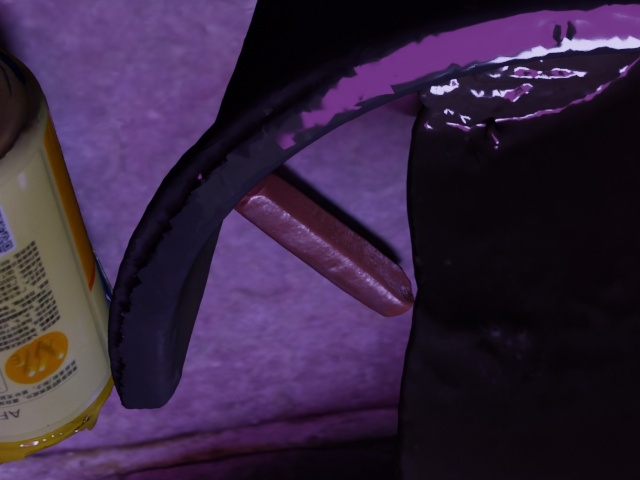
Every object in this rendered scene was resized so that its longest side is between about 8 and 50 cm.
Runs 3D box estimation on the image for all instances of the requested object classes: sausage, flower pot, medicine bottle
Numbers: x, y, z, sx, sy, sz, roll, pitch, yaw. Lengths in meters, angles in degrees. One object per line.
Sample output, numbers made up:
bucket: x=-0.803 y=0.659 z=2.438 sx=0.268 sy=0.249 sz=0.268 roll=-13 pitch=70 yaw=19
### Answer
sausage: x=0.000 y=0.000 z=1.052 sx=0.030 sy=0.035 sz=0.147 roll=-13 pitch=141 yaw=39
flower pot: x=0.101 y=-0.046 z=0.845 sx=0.379 sy=0.251 sz=0.379 roll=-2 pitch=138 yaw=-2
medicine bottle: x=-0.176 y=0.013 z=0.985 sx=0.124 sy=0.124 sz=0.239 roll=-8 pitch=140 yaw=2
